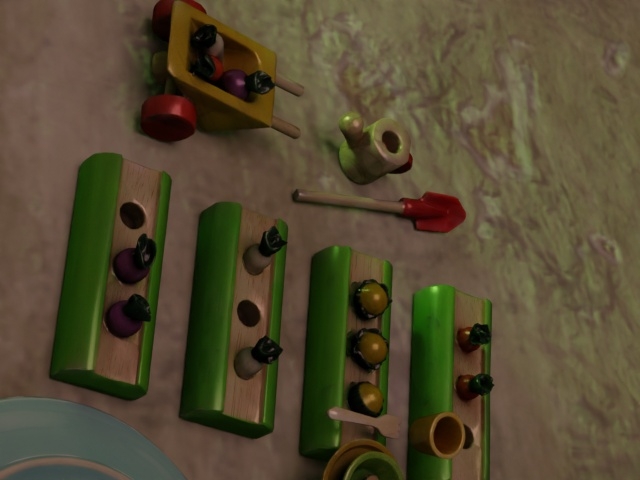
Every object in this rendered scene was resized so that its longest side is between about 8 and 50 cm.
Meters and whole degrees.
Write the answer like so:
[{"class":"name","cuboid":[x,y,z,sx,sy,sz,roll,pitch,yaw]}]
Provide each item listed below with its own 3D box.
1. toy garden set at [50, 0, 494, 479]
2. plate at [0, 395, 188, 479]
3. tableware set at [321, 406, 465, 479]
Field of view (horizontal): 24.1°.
[{"class":"toy garden set","cuboid":[0.000,0.000,0.738,0.244,0.049,0.203,21,59,-31]},{"class":"plate","cuboid":[-0.105,0.152,0.603,0.188,0.024,0.188,17,62,-34]},{"class":"tableware set","cuboid":[0.041,0.155,0.697,0.104,0.024,0.154,14,76,-35]}]
